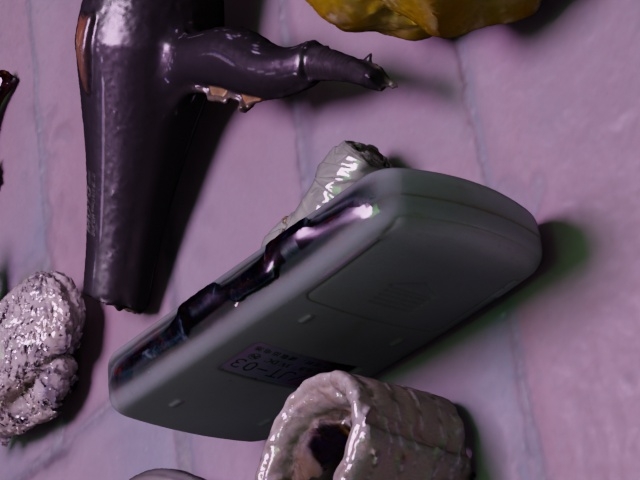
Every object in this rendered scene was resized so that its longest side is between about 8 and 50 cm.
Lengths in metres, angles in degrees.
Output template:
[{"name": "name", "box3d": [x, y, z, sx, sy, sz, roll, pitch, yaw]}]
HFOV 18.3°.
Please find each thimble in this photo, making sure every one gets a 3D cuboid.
[{"name": "thimble", "box3d": [0.025, 0.139, 1.183, 0.115, 0.090, 0.102, -43, 41, 37]}]

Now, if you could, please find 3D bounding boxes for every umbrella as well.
[{"name": "umbrella", "box3d": [0.000, 0.000, 1.309, 0.067, 0.062, 0.143, 35, 105, 22]}]

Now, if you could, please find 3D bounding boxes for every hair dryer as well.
[{"name": "hair dryer", "box3d": [-0.068, -0.085, 1.389, 0.359, 0.120, 0.303, 9, 91, 54]}]

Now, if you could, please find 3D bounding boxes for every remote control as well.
[{"name": "remote control", "box3d": [-0.003, 0.043, 1.217, 0.296, 0.140, 0.056, -36, 52, 41]}]

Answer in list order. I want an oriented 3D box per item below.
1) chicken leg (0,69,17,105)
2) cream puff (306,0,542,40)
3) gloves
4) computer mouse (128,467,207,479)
[{"name": "chicken leg", "box3d": [-0.306, -0.082, 1.772, 0.062, 0.037, 0.145, -4, 71, 29]}, {"name": "cream puff", "box3d": [0.052, -0.260, 1.243, 0.282, 0.185, 0.282, -27, 57, 49]}, {"name": "gloves", "box3d": [-0.238, 0.094, 1.569, 0.153, 0.070, 0.114, -39, 46, 35]}, {"name": "computer mouse", "box3d": [-0.084, 0.260, 1.275, 0.331, 0.095, 0.197, 19, 87, 55]}]
